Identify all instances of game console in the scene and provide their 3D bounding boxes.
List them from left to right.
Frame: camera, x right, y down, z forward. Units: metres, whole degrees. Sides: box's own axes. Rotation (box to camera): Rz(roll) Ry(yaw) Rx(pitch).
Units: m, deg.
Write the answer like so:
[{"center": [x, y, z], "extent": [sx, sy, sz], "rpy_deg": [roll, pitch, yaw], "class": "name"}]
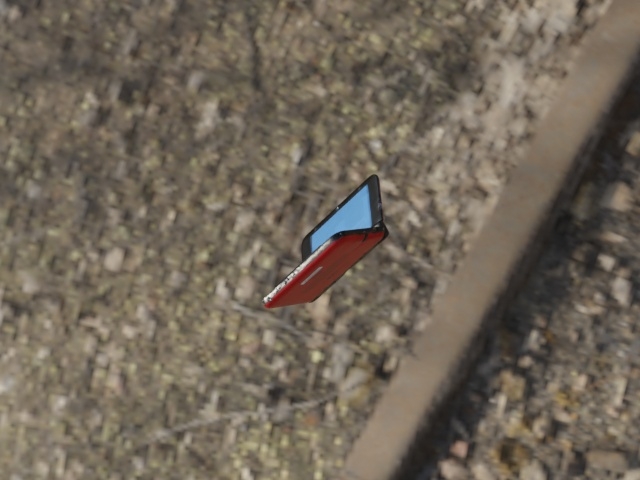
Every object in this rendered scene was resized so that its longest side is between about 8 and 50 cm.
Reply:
[{"center": [0.000, 0.000, 1.706], "extent": [0.144, 0.124, 0.085], "rpy_deg": [-43, 67, 35], "class": "game console"}]
